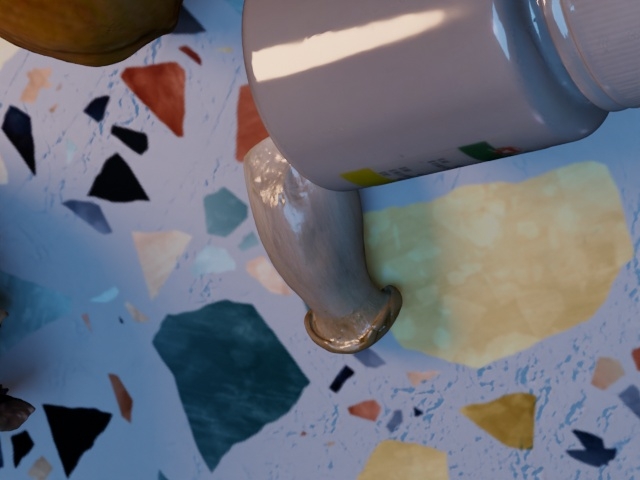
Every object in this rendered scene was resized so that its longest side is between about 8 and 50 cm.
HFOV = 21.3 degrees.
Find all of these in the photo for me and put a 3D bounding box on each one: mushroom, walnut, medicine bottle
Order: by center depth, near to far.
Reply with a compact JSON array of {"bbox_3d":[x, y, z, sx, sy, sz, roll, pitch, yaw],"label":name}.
[{"bbox_3d":[0.131,-0.166,1.288,0.340,0.208,0.208,-11,108,33],"label":"medicine bottle"},{"bbox_3d":[-0.253,-0.277,1.389,0.336,0.209,0.209,32,115,9],"label":"walnut"},{"bbox_3d":[0.000,-0.001,1.491,0.097,0.088,0.212,-29,110,-11],"label":"mushroom"}]

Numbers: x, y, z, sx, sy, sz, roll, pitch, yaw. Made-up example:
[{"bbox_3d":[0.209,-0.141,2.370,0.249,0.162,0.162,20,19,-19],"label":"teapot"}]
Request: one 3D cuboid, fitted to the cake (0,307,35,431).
[{"bbox_3d":[-0.440,0.115,1.554,0.332,0.332,0.321,-20,135,20],"label":"cake"}]
